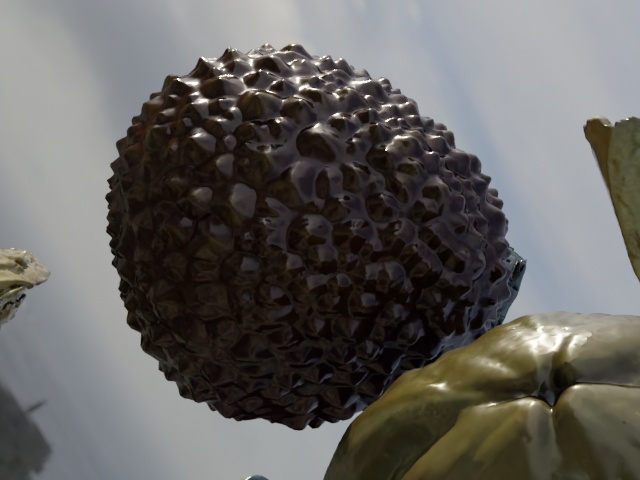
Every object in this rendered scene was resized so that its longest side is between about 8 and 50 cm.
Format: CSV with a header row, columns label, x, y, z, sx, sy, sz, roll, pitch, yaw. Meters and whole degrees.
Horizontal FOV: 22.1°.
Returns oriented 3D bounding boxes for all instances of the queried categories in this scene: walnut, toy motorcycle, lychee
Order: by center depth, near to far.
label,x,y,z,sx,sy,sz,roll,pitch,yaw
walnut,0.125,0.162,0.875,0.227,0.283,0.283,-80,155,-44
lychee,0.000,0.000,1.043,0.271,0.271,0.271,58,-8,13
toy motorcycle,0.183,0.072,1.847,0.058,0.173,0.100,26,-46,1

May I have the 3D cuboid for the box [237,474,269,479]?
label,x,y,z,sx,sy,sz,roll,pitch,yaw
box,-0.025,0.296,1.179,0.130,0.227,0.162,-4,-42,37

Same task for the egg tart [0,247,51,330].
label,x,y,z,sx,sy,sz,roll,pitch,yaw
egg tart,-0.374,0.078,1.412,0.295,0.295,0.116,-165,-116,-79

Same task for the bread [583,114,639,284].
label,x,y,z,sx,sy,sz,roll,pitch,yaw
bread,0.384,-0.083,1.669,0.224,0.184,0.211,60,26,-20
